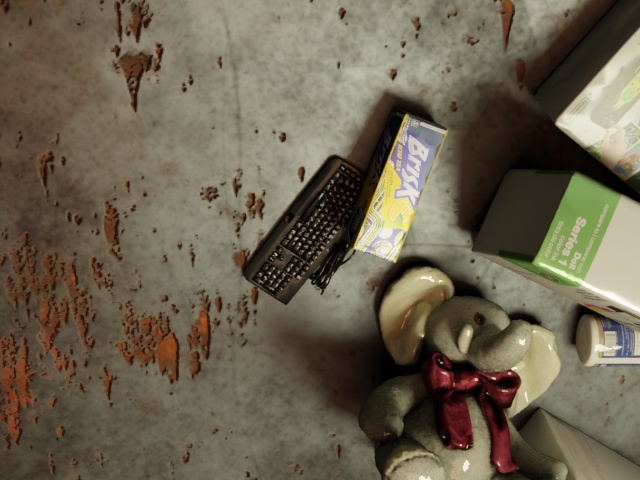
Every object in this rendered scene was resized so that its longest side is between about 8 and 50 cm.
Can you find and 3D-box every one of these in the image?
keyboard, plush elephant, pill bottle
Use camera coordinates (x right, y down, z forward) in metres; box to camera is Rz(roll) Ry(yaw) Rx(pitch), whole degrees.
[{"bbox_3d":[0.000,0.000,1.640,0.100,0.038,0.192,31,109,-21],"label":"keyboard"},{"bbox_3d":[0.180,0.180,1.647,0.271,0.330,0.256,18,89,-18],"label":"plush elephant"},{"bbox_3d":[0.391,0.126,1.740,0.120,0.067,0.067,1,116,-9],"label":"pill bottle"}]

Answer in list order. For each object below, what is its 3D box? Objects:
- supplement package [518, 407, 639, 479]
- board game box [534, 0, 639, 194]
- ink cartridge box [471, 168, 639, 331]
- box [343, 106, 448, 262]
[{"bbox_3d":[0.367,0.390,1.804,0.293,0.175,0.177,30,107,-21],"label":"supplement package"},{"bbox_3d":[0.438,-0.149,1.599,0.303,0.097,0.224,35,107,-23],"label":"board game box"},{"bbox_3d":[0.346,0.025,1.586,0.278,0.201,0.117,25,87,-14],"label":"ink cartridge box"},{"bbox_3d":[0.086,-0.065,1.592,0.059,0.054,0.169,18,98,-17],"label":"box"}]
